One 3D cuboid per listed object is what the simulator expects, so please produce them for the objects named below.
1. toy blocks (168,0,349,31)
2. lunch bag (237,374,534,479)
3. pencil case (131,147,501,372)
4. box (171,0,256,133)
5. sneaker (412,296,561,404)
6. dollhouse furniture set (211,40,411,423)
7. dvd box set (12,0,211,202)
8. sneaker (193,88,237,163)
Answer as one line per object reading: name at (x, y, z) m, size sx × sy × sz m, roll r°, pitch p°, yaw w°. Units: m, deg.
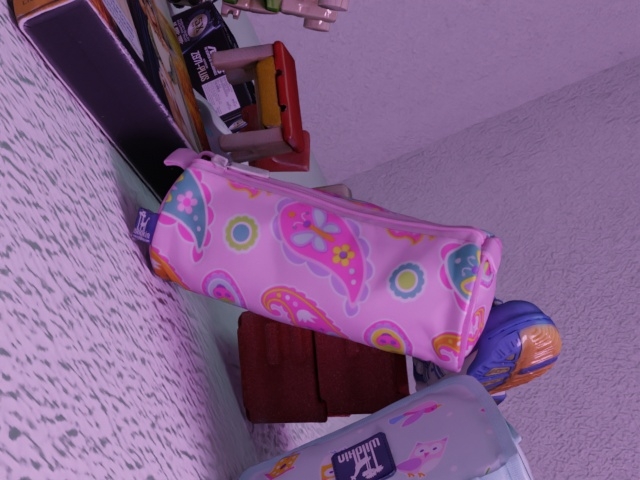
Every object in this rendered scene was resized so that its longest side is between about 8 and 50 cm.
toy blocks at (-0.079, -0.462, 1.417) m, size 0.309 × 0.288 × 0.260 m, roll -129°, pitch -132°, yaw -85°
lunch bag at (0.059, 0.216, 0.775) m, size 0.262 × 0.223 × 0.160 m, roll 55°, pitch 11°, yaw -72°
pencil case at (0.000, 0.012, 0.804) m, size 0.124 × 0.284 × 0.124 m, roll 17°, pitch 90°, yaw -75°
box at (-0.148, -0.238, 1.463) m, size 0.147 × 0.077 × 0.180 m, roll 48°, pitch 20°, yaw -77°
sneaker at (0.133, 0.091, 0.946) m, size 0.296 × 0.111 × 0.131 m, roll 112°, pitch -36°, yaw -69°
dollhouse furniture set at (0.000, 0.000, 1.024) m, size 0.201 × 0.152 × 0.374 m, roll 39°, pitch 45°, yaw -79°
dvd box set at (-0.214, -0.266, 0.945) m, size 0.308 × 0.062 × 0.421 m, roll 61°, pitch 8°, yaw -58°
sneaker at (-0.142, -0.143, 1.243) m, size 0.152 × 0.053 × 0.061 m, roll 61°, pitch 5°, yaw -48°
